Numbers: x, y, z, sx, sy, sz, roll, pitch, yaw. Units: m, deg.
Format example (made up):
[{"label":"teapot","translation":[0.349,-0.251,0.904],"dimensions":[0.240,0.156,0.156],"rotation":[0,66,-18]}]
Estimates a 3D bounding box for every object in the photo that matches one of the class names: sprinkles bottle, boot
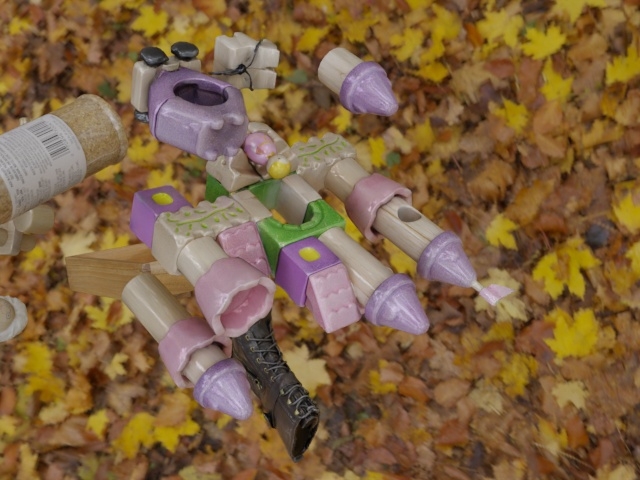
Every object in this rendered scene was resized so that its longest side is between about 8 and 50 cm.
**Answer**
[{"label":"sprinkles bottle","translation":[-0.444,-0.095,1.309],"dimensions":[0.121,0.121,0.355],"rotation":[22,41,30]},{"label":"boot","translation":[-0.067,0.192,1.404],"dimensions":[0.091,0.262,0.229],"rotation":[-21,48,-25]}]

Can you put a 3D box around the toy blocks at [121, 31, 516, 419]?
[{"label":"toy blocks","translation":[0.000,0.000,0.831],"dimensions":[0.289,0.308,0.260],"rotation":[-20,49,-36]}]

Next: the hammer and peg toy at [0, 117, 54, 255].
[{"label":"hammer and peg toy","translation":[-0.655,-0.100,1.876],"dimensions":[0.361,0.127,0.265],"rotation":[-1,79,34]}]

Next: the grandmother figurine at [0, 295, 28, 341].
[{"label":"grandmother figurine","translation":[-0.662,0.129,1.596],"dimensions":[0.104,0.342,0.207],"rotation":[-9,78,30]}]

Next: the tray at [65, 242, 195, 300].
[{"label":"tray","translation":[-0.291,0.051,1.612],"dimensions":[0.411,0.203,0.076],"rotation":[3,102,58]}]
